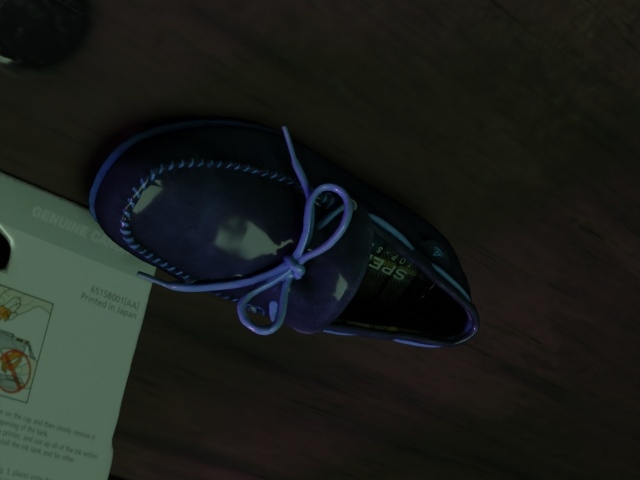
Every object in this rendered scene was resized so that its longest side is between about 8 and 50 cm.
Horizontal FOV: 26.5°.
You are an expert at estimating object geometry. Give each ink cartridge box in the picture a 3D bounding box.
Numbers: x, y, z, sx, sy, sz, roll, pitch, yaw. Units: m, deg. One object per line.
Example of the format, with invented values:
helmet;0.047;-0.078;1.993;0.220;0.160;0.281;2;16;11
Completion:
ink cartridge box;-0.215;0.073;0.642;0.275;0.060;0.239;26;69;-45

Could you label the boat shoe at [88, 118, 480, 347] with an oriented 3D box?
boat shoe;0.000;0.000;0.741;0.258;0.089;0.109;10;117;-40
